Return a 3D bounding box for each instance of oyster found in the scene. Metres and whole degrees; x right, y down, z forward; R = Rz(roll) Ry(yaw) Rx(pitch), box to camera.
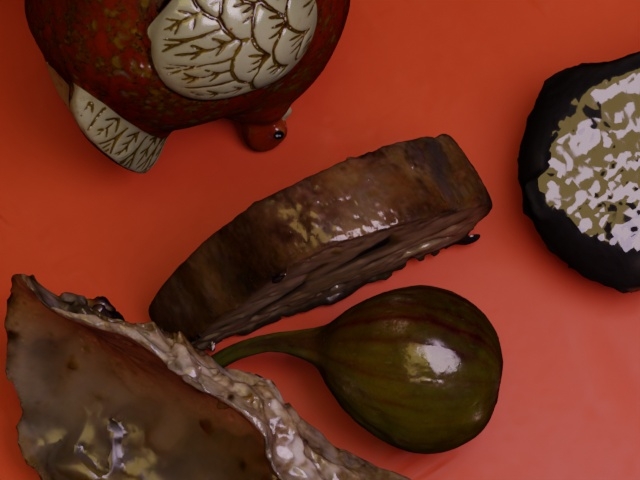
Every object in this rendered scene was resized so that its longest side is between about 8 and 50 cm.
[{"bbox_3d":[-0.070,0.170,1.160,0.396,0.111,0.204,29,120,8],"label":"oyster"}]

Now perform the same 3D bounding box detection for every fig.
[{"bbox_3d":[0.017,0.087,1.195,0.236,0.124,0.124,6,73,17],"label":"fig"}]

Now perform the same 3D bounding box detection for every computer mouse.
[{"bbox_3d":[0.304,-0.075,1.230,0.323,0.116,0.183,-18,75,2],"label":"computer mouse"}]

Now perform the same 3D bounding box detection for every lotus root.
[{"bbox_3d":[0.000,0.000,1.190,0.260,0.170,0.074,-22,78,-11],"label":"lotus root"}]

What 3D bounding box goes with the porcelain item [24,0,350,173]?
[{"bbox_3d":[-0.089,-0.159,1.226,0.253,0.253,0.253,0,74,0],"label":"porcelain item"}]
